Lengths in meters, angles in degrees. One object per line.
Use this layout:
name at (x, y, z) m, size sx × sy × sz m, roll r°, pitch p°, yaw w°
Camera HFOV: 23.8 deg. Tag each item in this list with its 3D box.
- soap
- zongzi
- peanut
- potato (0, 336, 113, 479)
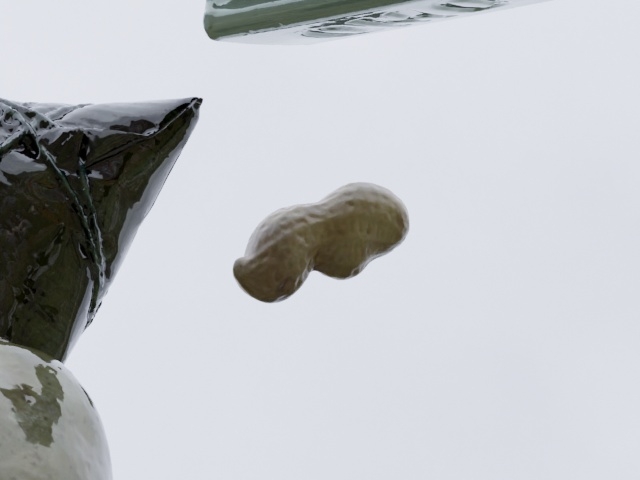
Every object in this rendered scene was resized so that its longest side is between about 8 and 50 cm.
soap at (0.057, -0.207, 1.135) m, size 0.265 × 0.160 × 0.088 m, roll -6°, pitch -88°, yaw 32°
zongzi at (-0.349, -0.043, 1.223) m, size 0.383 × 0.319 × 0.362 m, roll 7°, pitch -26°, yaw 40°
peanut at (-0.001, 0.000, 1.713) m, size 0.228 × 0.085 × 0.104 m, roll -19°, pitch -96°, yaw -24°
potato at (-0.238, 0.202, 0.905) m, size 0.243 × 0.326 × 0.221 m, roll 13°, pitch -34°, yaw -35°
